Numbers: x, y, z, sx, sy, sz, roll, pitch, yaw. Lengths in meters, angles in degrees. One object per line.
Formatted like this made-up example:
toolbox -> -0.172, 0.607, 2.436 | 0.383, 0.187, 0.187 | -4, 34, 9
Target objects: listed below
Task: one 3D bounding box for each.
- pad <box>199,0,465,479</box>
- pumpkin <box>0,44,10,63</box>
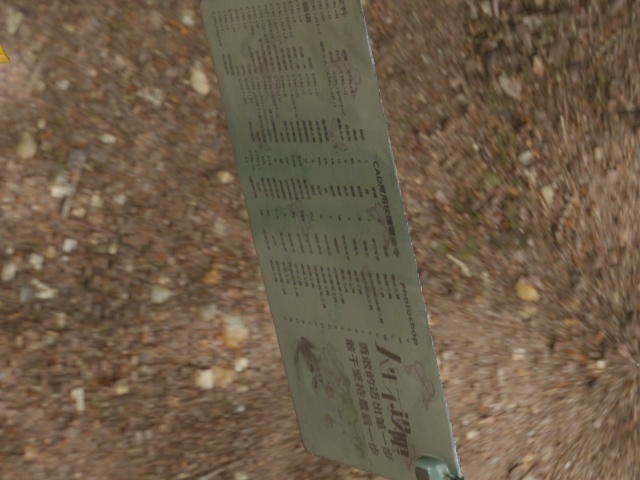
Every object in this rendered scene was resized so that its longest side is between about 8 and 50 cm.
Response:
pad -> 0.000, 0.000, 0.817 | 0.009, 0.159, 0.265 | -18, 102, -28
pumpkin -> -0.323, -0.188, 1.425 | 0.035, 0.101, 0.073 | -19, 90, 45
